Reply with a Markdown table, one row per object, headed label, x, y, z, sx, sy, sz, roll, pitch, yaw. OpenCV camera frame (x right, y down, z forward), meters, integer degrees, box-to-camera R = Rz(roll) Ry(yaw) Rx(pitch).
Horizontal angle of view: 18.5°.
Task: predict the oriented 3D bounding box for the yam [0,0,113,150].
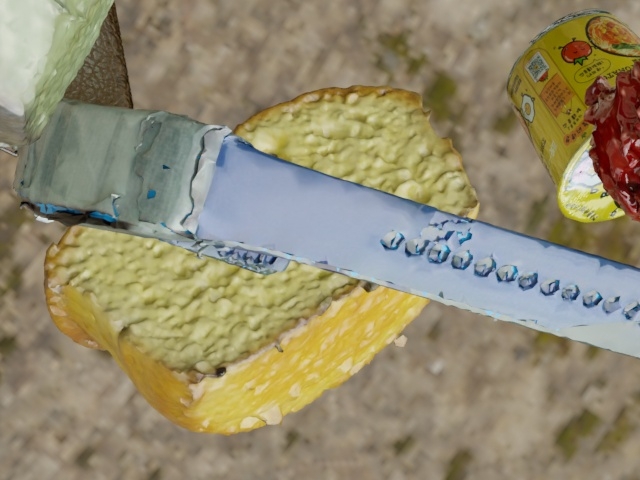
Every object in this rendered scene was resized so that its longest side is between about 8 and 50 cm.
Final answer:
| label | x | y | z | sx | sy | sz | roll | pitch | yaw |
| --- | --- | --- | --- | --- | --- | --- | --- | --- | --- |
| yam | -0.190 | -0.144 | 0.721 | 0.201 | 0.271 | 0.202 | 10 | 98 | -78 |

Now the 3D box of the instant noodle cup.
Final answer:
| label | x | y | z | sx | sy | sz | roll | pitch | yaw |
| --- | --- | --- | --- | --- | --- | --- | --- | --- | --- |
| instant noodle cup | 0.276 | -0.129 | 1.938 | 0.182 | 0.144 | 0.182 | -23 | 147 | -16 |

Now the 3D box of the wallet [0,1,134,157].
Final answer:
| label | x | y | z | sx | sy | sz | roll | pitch | yaw |
| --- | --- | --- | --- | --- | --- | --- | --- | --- | --- |
| wallet | -0.201 | -0.143 | 1.393 | 0.133 | 0.243 | 0.039 | 16 | 126 | -28 |

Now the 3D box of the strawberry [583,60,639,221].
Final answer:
| label | x | y | z | sx | sy | sz | roll | pitch | yaw |
| --- | --- | --- | --- | --- | --- | --- | --- | --- | --- |
| strawberry | 0.236 | -0.041 | 1.054 | 0.286 | 0.188 | 0.106 | 55 | 39 | -83 |

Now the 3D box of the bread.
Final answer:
| label | x | y | z | sx | sy | sz | roll | pitch | yaw |
| --- | --- | --- | --- | --- | --- | --- | --- | --- | --- |
| bread | -0.040 | 0.031 | 1.493 | 0.340 | 0.194 | 0.179 | -31 | 150 | -29 |

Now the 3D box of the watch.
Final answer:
| label | x | y | z | sx | sy | sz | roll | pitch | yaw |
| --- | --- | --- | --- | --- | --- | --- | --- | --- | --- |
| watch | 0.006 | 0.000 | 1.013 | 0.274 | 0.276 | 0.068 | 22 | 81 | -52 |
